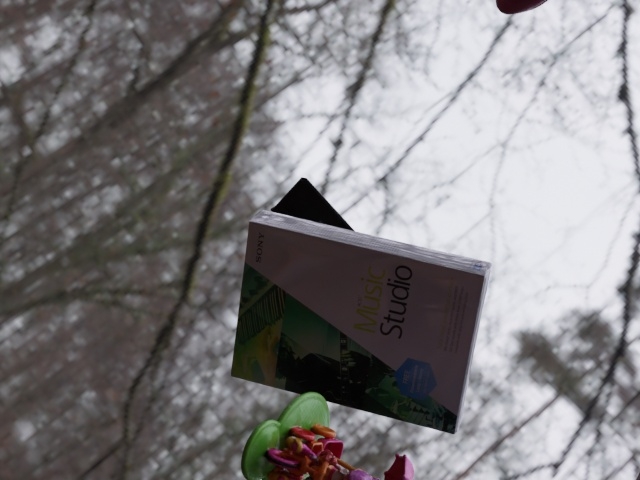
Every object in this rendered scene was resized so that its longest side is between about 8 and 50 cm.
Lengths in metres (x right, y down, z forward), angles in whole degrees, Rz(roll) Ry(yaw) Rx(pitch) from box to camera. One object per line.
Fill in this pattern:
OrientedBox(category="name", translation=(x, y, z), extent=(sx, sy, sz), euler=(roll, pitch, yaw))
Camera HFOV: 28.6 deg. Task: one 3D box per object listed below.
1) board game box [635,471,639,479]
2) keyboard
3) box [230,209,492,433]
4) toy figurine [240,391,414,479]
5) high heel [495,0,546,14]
OrientedBox(category="board game box", translation=(0.590, 0.431, 1.924), extent=(0.243, 0.165, 0.042), euler=(20, 11, -7))
OrientedBox(category="keyboard", translation=(0.000, 0.000, 1.931), extent=(0.108, 0.023, 0.180), euler=(-46, -101, 20))
OrientedBox(category="box", translation=(0.048, 0.107, 1.655), extent=(0.322, 0.058, 0.232), euler=(13, -70, 14))
OrientedBox(category="toy figurine", translation=(0.024, 0.253, 1.377), extent=(0.159, 0.130, 0.173), euler=(18, 4, 31))
OrientedBox(category="high heel", translation=(0.222, -0.324, 1.385), extent=(0.244, 0.117, 0.082), euler=(-44, -121, 61))
